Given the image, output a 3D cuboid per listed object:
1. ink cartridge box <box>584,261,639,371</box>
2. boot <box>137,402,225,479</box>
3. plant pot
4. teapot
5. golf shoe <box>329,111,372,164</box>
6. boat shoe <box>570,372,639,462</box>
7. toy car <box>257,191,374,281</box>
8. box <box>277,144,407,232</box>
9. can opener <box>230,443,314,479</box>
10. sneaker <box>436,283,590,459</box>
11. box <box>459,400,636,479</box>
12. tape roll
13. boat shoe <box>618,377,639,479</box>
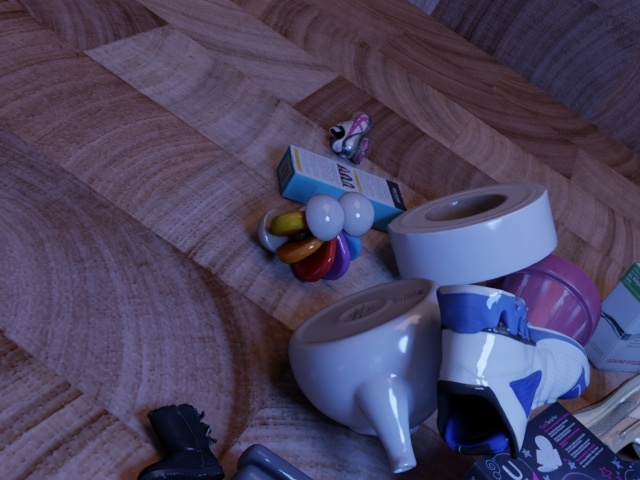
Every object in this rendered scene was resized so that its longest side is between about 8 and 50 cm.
[{"bbox_3d":[0.615,0.152,1.617,0.153,0.208,0.087,9,35,-35],"label":"ink cartridge box"},{"bbox_3d":[-0.169,0.234,0.945,0.121,0.045,0.099,8,40,-46],"label":"boot"},{"bbox_3d":[0.355,0.148,1.420,0.201,0.201,0.180,36,46,6],"label":"plant pot"},{"bbox_3d":[0.089,0.175,1.131,0.256,0.252,0.187,-30,103,-35],"label":"teapot"},{"bbox_3d":[0.065,-0.239,1.811,0.086,0.067,0.186,25,32,-10],"label":"golf shoe"},{"bbox_3d":[0.469,0.292,1.284,0.341,0.121,0.110,-24,61,-14],"label":"boat shoe"},{"bbox_3d":[0.000,0.000,1.362,0.182,0.159,0.136,-8,84,-48],"label":"toy car"},{"bbox_3d":[0.042,-0.097,1.593,0.244,0.060,0.100,18,34,-22],"label":"box"},{"bbox_3d":[0.034,0.321,0.952,0.283,0.095,0.076,37,27,-7],"label":"can opener"},{"bbox_3d":[0.221,0.184,1.037,0.127,0.182,0.315,2,-19,38],"label":"sneaker"},{"bbox_3d":[0.262,0.339,1.071,0.142,0.163,0.247,45,33,24],"label":"box"},{"bbox_3d":[0.266,-0.014,1.474,0.286,0.286,0.100,-39,116,-58],"label":"tape roll"},{"bbox_3d":[0.507,0.305,1.401,0.089,0.109,0.258,31,28,4],"label":"boat shoe"}]
